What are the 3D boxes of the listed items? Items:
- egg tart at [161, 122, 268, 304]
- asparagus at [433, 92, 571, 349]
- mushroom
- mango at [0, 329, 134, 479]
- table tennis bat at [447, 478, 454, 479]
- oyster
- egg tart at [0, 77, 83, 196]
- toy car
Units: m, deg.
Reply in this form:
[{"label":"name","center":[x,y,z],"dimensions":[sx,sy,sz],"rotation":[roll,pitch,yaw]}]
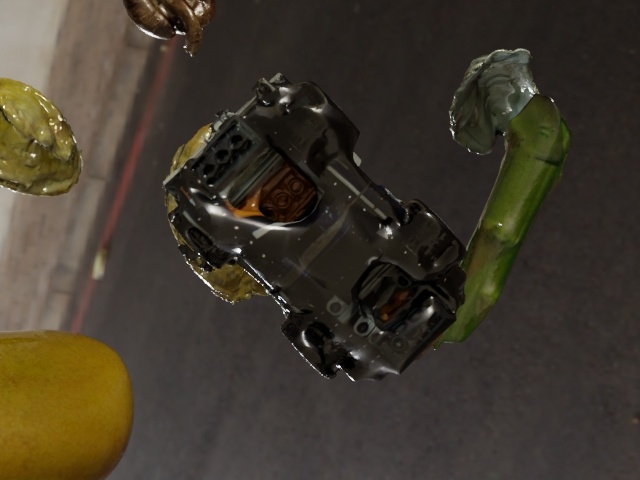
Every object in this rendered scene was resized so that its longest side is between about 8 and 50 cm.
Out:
[{"label":"egg tart","center":[-0.108,-0.052,2.091],"dimensions":[0.132,0.297,0.297],"rotation":[-18,62,47]},{"label":"asparagus","center":[0.227,-0.016,1.724],"dimensions":[0.082,0.085,0.343],"rotation":[24,97,25]},{"label":"mushroom","center":[-0.208,-0.332,1.944],"dimensions":[0.080,0.135,0.170],"rotation":[107,143,-59]},{"label":"mango","center":[-0.436,0.246,1.795],"dimensions":[0.300,0.445,0.232],"rotation":[41,129,30]},{"label":"table tennis bat","center":[0.165,0.375,1.839],"dimensions":[0.155,0.019,0.100],"rotation":[-65,-10,-81]},{"label":"oyster","center":[0.248,-0.196,1.926],"dimensions":[0.087,0.252,0.199],"rotation":[48,119,20]},{"label":"egg tart","center":[-0.453,-0.168,2.076],"dimensions":[0.098,0.232,0.252],"rotation":[-53,10,30]},{"label":"toy car","center":[0.000,0.000,1.284],"dimensions":[0.193,0.301,0.118],"rotation":[-45,15,0]}]
